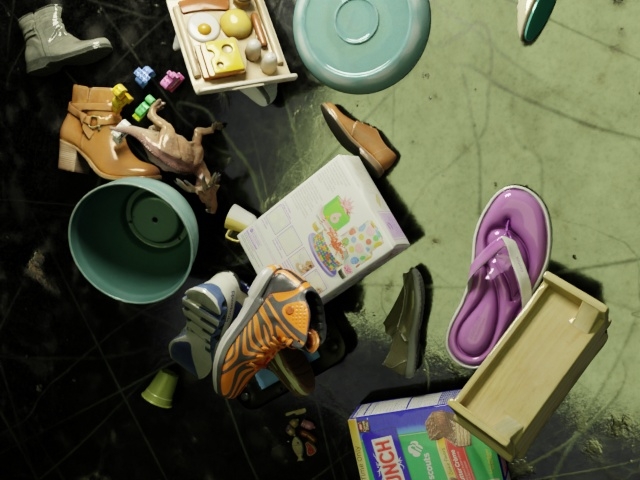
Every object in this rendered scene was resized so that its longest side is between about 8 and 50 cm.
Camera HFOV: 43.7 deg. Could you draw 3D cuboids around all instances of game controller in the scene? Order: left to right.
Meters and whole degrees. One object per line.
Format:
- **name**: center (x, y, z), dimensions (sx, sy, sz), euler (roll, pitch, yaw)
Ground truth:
- **game controller**: center (-0.088, 0.270, 1.892), dimensions (0.319, 0.067, 0.166), euler (-32, 87, 18)

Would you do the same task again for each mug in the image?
- **mug**: center (-0.188, -0.039, 1.893), dimensions (0.064, 0.062, 0.078), euler (23, 110, 5)

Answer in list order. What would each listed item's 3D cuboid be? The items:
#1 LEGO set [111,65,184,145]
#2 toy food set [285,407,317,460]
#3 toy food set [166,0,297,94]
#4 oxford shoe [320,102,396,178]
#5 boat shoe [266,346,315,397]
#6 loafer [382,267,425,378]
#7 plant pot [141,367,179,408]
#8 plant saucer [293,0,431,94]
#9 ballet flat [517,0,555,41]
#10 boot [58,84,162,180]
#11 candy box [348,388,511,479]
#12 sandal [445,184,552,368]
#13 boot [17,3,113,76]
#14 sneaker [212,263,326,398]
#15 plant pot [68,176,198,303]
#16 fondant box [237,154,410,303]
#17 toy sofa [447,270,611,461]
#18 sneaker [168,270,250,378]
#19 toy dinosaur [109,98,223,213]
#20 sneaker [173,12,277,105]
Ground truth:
- **LEGO set**: center (-0.433, -0.340, 1.865), dimensions (0.087, 0.093, 0.227), euler (42, 84, 4)
- **toy food set**: center (-0.043, 0.470, 1.927), dimensions (0.078, 0.019, 0.122), euler (-19, 91, 19)
- **toy food set**: center (-0.197, -0.463, 1.735), dimensions (0.219, 0.092, 0.306), euler (-13, 72, -17)
- **oxford shoe**: center (0.084, -0.237, 1.786), dimensions (0.076, 0.076, 0.212), euler (-41, 82, -11)
- **boat shoe**: center (-0.106, 0.263, 1.835), dimensions (0.095, 0.095, 0.257), euler (-46, 60, 23)
- **loafer**: center (0.182, 0.184, 1.782), dimensions (0.087, 0.094, 0.251), euler (6, 99, 12)
- **plant pot**: center (-0.394, 0.366, 1.999), dimensions (0.083, 0.083, 0.079), euler (27, 92, 13)
- **plant saucer**: center (0.083, -0.484, 1.759), dimensions (0.317, 0.043, 0.318), euler (2, 97, 18)
- **ballet flat**: center (0.454, -0.528, 1.627), dimensions (0.086, 0.086, 0.248), euler (32, 103, 11)
- **boot**: center (-0.504, -0.259, 1.951), dimensions (0.283, 0.109, 0.220), euler (13, 94, 20)
- **candy box**: center (0.246, 0.488, 1.785), dimensions (0.317, 0.122, 0.268), euler (-13, 91, 19)
- **sandal**: center (0.383, 0.091, 1.703), dimensions (0.169, 0.102, 0.416), euler (17, 101, 15)
- **boot**: center (-0.638, -0.510, 1.965), dimensions (0.246, 0.083, 0.161), euler (-10, 88, 17)
- **sneaker**: center (-0.104, 0.225, 1.708), dimensions (0.180, 0.124, 0.321), euler (29, 101, 25)
- **plant pot**: center (-0.412, -0.025, 1.871), dimensions (0.293, 0.196, 0.293), euler (3, 113, 8)
- **fondant box**: center (0.000, 0.000, 1.771), dimensions (0.330, 0.096, 0.238), euler (-37, 74, 28)
- **toy sofa**: center (0.433, 0.262, 1.638), dimensions (0.150, 0.177, 0.362), euler (34, 81, 31)
- **sneaker**: center (-0.244, 0.183, 1.903), dimensions (0.127, 0.182, 0.315), euler (35, 135, 12)
- **toy dinosaur**: center (-0.333, -0.192, 1.832), dimensions (0.127, 0.295, 0.200), euler (-36, 45, 40)
- **sneaker**: center (-0.219, -0.410, 1.845), dimensions (0.297, 0.111, 0.129), euler (46, 124, 10)
